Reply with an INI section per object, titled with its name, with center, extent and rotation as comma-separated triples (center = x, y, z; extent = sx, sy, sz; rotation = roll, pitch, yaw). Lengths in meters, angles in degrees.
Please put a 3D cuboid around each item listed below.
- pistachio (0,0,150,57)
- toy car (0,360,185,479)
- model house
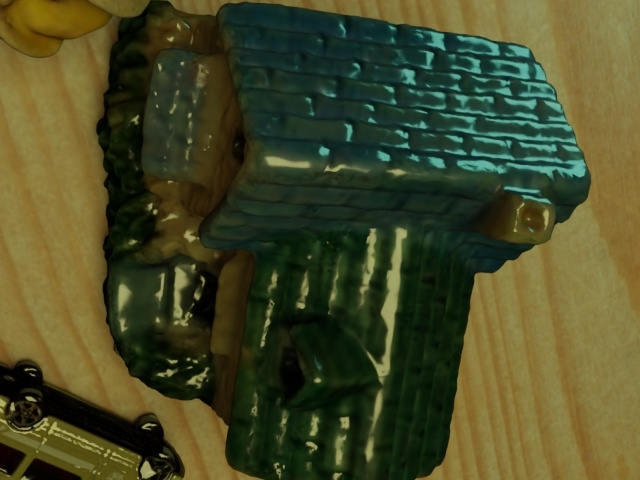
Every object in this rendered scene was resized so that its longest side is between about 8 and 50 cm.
[pistachio]
center = -0.269, -0.320, 0.780
extent = 0.230, 0.230, 0.309
rotation = -26, 102, -16
[toy car]
center = -0.280, 0.230, 0.990
extent = 0.257, 0.101, 0.124
rotation = 32, 94, -25
[model house]
center = 0.000, 0.000, 0.891
extent = 0.395, 0.400, 0.445
rotation = 5, 102, -27
